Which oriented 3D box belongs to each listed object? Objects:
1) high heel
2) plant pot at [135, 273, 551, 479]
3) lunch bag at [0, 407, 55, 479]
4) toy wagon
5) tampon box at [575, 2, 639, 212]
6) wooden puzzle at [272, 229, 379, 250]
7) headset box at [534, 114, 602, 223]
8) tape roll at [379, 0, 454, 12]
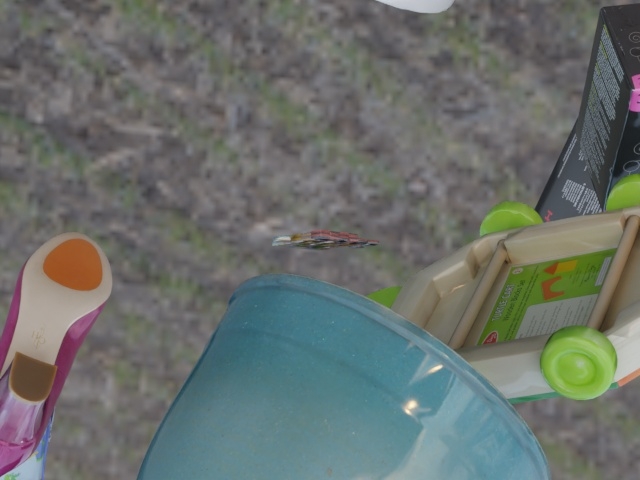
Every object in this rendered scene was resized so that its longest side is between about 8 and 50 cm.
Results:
[{"bbox_3d":[-0.246,0.098,1.661,0.082,0.244,0.117,21,128,-14],"label":"high heel"},{"bbox_3d":[-0.021,0.206,1.318,0.271,0.255,0.272,29,154,16],"label":"plant pot"},{"bbox_3d":[-0.359,0.196,1.779,0.219,0.176,0.090,-9,-151,-39],"label":"lunch bag"},{"bbox_3d":[0.146,0.053,1.541,0.344,0.267,0.068,-12,114,27],"label":"toy wagon"},{"bbox_3d":[0.297,-0.115,1.625,0.120,0.101,0.161,-7,142,-8],"label":"tampon box"},{"bbox_3d":[0.000,0.000,1.383,0.049,0.006,0.083,-10,169,42],"label":"wooden puzzle"},{"bbox_3d":[0.367,-0.008,1.856,0.293,0.218,0.110,26,-175,19],"label":"headset box"},{"bbox_3d":[0.000,-0.286,1.387,0.286,0.286,0.100,19,116,-32],"label":"tape roll"}]
